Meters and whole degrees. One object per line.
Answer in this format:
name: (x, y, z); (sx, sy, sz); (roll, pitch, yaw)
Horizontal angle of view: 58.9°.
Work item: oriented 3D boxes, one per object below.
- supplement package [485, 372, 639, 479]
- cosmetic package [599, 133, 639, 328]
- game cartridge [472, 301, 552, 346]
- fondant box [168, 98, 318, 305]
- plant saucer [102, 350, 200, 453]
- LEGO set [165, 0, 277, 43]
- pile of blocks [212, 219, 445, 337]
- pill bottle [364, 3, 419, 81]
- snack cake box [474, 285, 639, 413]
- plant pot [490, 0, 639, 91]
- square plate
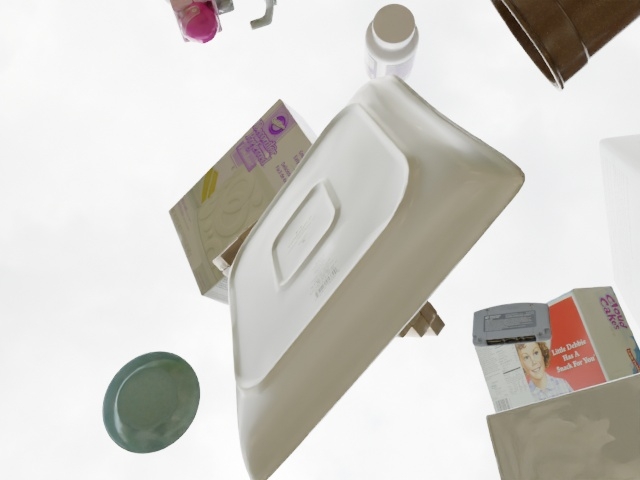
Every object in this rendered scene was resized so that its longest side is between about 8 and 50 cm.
supplement package: (0.209, 0.144, 0.333); (0.179, 0.105, 0.105); (-24, -133, 22)
cosmetic package: (0.707, -0.024, 0.985); (0.329, 0.393, 0.327); (-8, -75, 18)
game cartridge: (0.212, 0.092, 0.632); (0.083, 0.017, 0.056); (-10, -146, 25)
fondant box: (-0.122, -0.072, 1.078); (0.330, 0.096, 0.238); (-41, -127, 13)
plant saucer: (-0.328, 0.308, 1.095); (0.195, 0.037, 0.195); (0, -90, -39)
LEGO set: (-0.040, -0.196, 0.204); (0.132, 0.287, 0.107); (-32, -117, -5)
pile of blocks: (-0.018, 0.083, 0.776); (0.362, 0.149, 0.112); (17, -128, 40)
pill bottle: (0.143, -0.393, 1.146); (0.108, 0.193, 0.108); (0, -95, 4)
snack cake box: (0.379, 0.192, 0.933); (0.089, 0.264, 0.152); (-2, -114, -24)
plant pot: (0.301, -0.288, 0.649); (0.165, 0.167, 0.167); (-35, -115, 22)
square plate: (0.000, 0.000, 0.575); (0.049, 0.344, 0.347); (30, -71, -23)
